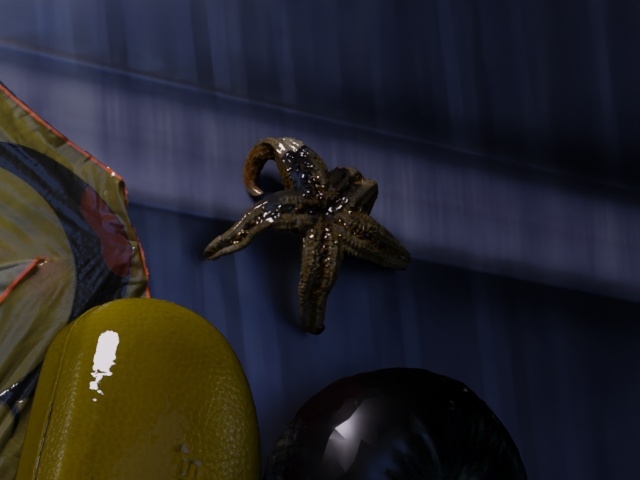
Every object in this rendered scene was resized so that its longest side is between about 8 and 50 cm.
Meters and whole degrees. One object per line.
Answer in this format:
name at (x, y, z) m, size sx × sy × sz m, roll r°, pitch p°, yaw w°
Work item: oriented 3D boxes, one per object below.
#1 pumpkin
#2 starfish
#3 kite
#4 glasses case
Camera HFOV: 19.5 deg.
pumpkin at (0.064, 0.217, 1.555) m, size 0.233 × 0.163 × 0.233 m, roll 3°, pitch 84°, yaw -27°
starfish at (0.001, 0.001, 1.608) m, size 0.190 × 0.074 × 0.146 m, roll 25°, pitch 66°, yaw -23°
kite at (-0.293, 0.022, 1.488) m, size 0.327 × 0.013 × 0.377 m, roll -11°, pitch 88°, yaw -27°
glasses case at (-0.143, 0.228, 1.423) m, size 0.173 × 0.141 × 0.371 m, roll 22°, pitch 64°, yaw -26°
